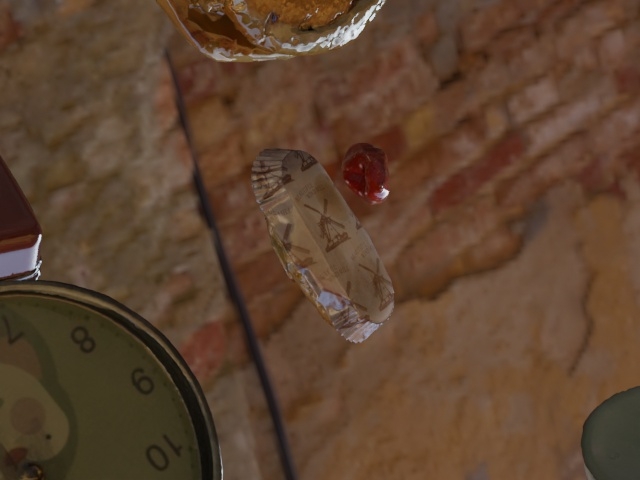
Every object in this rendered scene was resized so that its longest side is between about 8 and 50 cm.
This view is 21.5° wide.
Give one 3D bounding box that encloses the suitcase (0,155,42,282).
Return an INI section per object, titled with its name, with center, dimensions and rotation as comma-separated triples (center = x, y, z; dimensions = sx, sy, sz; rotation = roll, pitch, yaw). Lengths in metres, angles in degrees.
[suitcase]
center = -0.522, -0.037, 2.255
dimensions = 0.236, 0.161, 0.297
rotation = -15, -126, -32

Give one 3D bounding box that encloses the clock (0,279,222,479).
[clock]
center = -0.228, 0.186, 1.325
dimensions = 0.319, 0.319, 0.066
rotation = -31, -177, -30

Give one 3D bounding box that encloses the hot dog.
[hot dog]
center = 0.000, 0.000, 1.502
dimensions = 0.053, 0.192, 0.099
rotation = -27, -168, 37

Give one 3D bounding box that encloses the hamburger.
[hamburger]
center = -0.047, -0.311, 1.520
dimensions = 0.319, 0.318, 0.158
rotation = -29, -165, -27

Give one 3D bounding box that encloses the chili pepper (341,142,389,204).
[chili pepper]
center = 0.050, -0.074, 1.841
dimensions = 0.050, 0.059, 0.191
rotation = 8, -168, -8

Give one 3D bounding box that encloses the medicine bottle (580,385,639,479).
[medicine bottle]
center = 0.303, 0.224, 1.469
dimensions = 0.135, 0.168, 0.135
rotation = -9, -134, 9
